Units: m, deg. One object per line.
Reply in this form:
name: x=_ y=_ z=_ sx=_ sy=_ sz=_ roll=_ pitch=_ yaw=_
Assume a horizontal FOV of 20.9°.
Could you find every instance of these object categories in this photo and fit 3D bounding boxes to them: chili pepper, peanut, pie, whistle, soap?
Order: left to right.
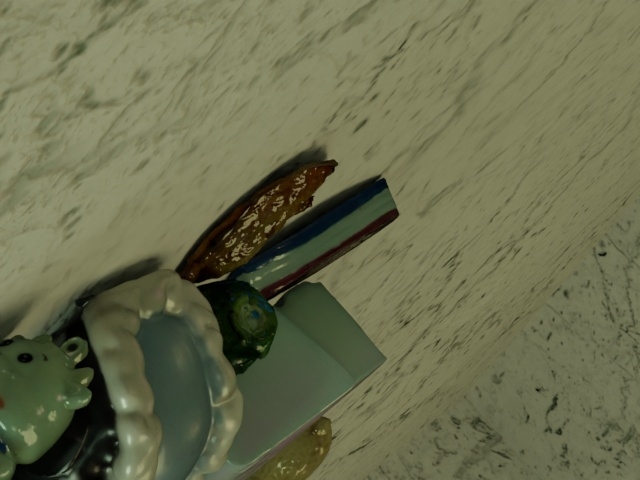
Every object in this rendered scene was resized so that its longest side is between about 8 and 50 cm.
whistle: x=-0.258 y=0.144 z=1.206 sx=0.244 sy=0.110 sz=0.092 roll=-38 pitch=136 yaw=-20
chili pepper: x=-0.114 y=0.105 z=1.547 sx=0.061 sy=0.098 sz=0.224 roll=-29 pitch=171 yaw=-43
soap: x=-0.090 y=0.178 z=1.741 sx=0.208 sy=0.115 sz=0.347 roll=-34 pitch=173 yaw=-43
pie: x=-0.051 y=-0.018 z=1.478 sx=0.191 sy=0.033 sz=0.088 roll=-39 pitch=164 yaw=-17
peanut: x=-0.053 y=0.305 z=2.319 sx=0.187 sy=0.082 sz=0.082 roll=-49 pitch=168 yaw=10

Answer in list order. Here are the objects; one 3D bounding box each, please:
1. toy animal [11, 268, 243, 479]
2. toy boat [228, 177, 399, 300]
toy animal: x=-0.158 y=0.143 z=1.396 sx=0.208 sy=0.156 sz=0.204 roll=-45 pitch=165 yaw=28
toy boat: x=0.000 y=0.000 z=1.688 sx=0.229 sy=0.046 sz=0.080 roll=-31 pitch=167 yaw=-39
